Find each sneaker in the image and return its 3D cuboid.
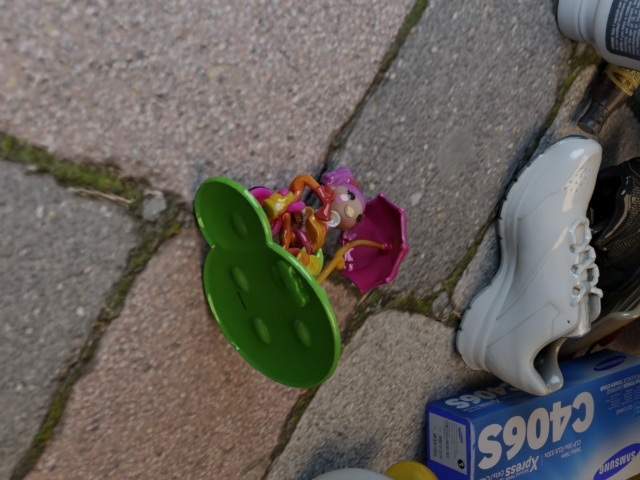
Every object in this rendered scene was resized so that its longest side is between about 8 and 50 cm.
[{"bbox_3d":[0.254,0.032,0.830,0.111,0.129,0.297,-7,118,-40],"label":"sneaker"},{"bbox_3d":[0.348,-0.012,0.934,0.130,0.087,0.227,-13,144,-12],"label":"sneaker"}]

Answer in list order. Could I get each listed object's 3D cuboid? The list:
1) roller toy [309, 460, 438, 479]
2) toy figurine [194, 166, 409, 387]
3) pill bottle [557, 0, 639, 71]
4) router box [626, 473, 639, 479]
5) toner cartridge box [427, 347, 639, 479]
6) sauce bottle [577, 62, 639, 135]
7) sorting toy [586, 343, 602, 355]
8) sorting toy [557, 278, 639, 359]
[{"bbox_3d":[0.047,0.340,0.778,0.191,0.209,0.146,-24,141,16],"label":"roller toy"},{"bbox_3d":[0.000,0.000,0.603,0.159,0.130,0.173,-37,112,-41],"label":"toy figurine"},{"bbox_3d":[0.316,-0.205,0.699,0.108,0.180,0.107,-24,129,-33],"label":"pill bottle"},{"bbox_3d":[0.542,0.449,1.285,0.081,0.243,0.308,-23,128,-32],"label":"router box"},{"bbox_3d":[0.290,0.256,0.984,0.348,0.075,0.165,-8,102,-34],"label":"toner cartridge box"},{"bbox_3d":[0.328,-0.174,0.836,0.042,0.042,0.128,31,90,-49],"label":"sauce bottle"},{"bbox_3d":[0.425,0.196,1.186,0.062,0.012,0.083,-52,139,-6],"label":"sorting toy"},{"bbox_3d":[0.435,0.054,0.974,0.229,0.041,0.307,-37,167,-19],"label":"sorting toy"}]
